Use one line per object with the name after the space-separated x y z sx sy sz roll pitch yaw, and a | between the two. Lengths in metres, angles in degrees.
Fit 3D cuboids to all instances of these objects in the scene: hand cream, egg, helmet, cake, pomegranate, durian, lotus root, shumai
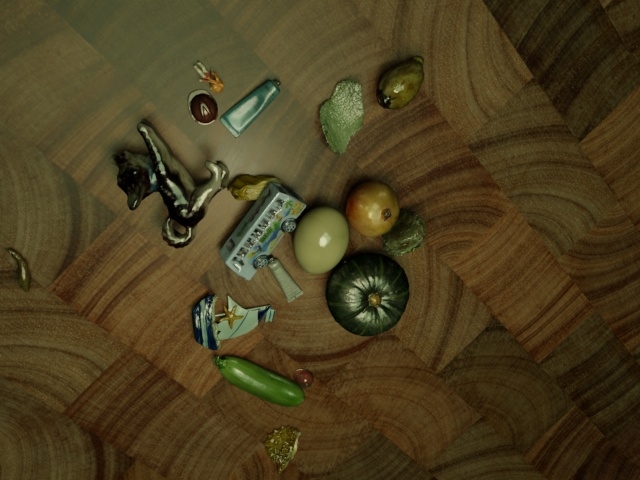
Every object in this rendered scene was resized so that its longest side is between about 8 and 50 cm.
-0.131 0.132 2.010 0.067 0.042 0.194 -36 119 -9 | hand cream
0.000 0.000 1.918 0.186 0.186 0.241 7 117 -17 | egg
-0.061 0.525 2.156 0.084 0.049 0.065 31 99 -22 | helmet
-0.205 -0.169 1.847 0.185 0.116 0.079 11 107 -13 | cake
-0.360 -0.405 1.751 0.089 0.057 0.111 -23 113 -4 | helmet
0.178 -0.105 1.930 0.192 0.191 0.191 -5 110 -13 | pomegranate
-0.147 0.831 2.223 0.141 0.078 0.224 1 107 -15 | durian
0.265 -0.510 1.841 0.138 0.138 0.214 43 85 -23 | lotus root
-0.210 -0.423 1.798 0.224 0.048 0.083 -39 113 8 | hand cream
0.306 -0.004 2.003 0.184 0.184 0.142 -43 120 2 | shumai

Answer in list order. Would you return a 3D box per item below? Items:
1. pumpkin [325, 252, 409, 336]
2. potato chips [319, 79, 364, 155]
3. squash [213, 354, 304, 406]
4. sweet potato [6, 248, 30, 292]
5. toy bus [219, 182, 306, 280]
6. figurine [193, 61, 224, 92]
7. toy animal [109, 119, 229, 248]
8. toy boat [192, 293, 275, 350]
0.167 0.186 2.019 0.301 0.207 0.299 -1 96 -8 | pumpkin
0.076 -0.402 1.870 0.167 0.059 0.228 29 94 -28 | potato chips
-0.216 0.516 2.081 0.395 0.107 0.107 32 98 -22 | squash
-0.931 0.093 1.783 0.041 0.038 0.153 -22 113 -31 | sweet potato
-0.194 -0.029 1.872 0.136 0.109 0.329 27 105 -43 | toy bus
-0.339 -0.495 1.735 0.109 0.047 0.064 46 69 -17 | figurine
-0.478 -0.159 1.733 0.345 0.194 0.302 29 94 -16 | toy animal
-0.302 0.275 2.015 0.291 0.067 0.220 -9 112 -24 | toy boat
